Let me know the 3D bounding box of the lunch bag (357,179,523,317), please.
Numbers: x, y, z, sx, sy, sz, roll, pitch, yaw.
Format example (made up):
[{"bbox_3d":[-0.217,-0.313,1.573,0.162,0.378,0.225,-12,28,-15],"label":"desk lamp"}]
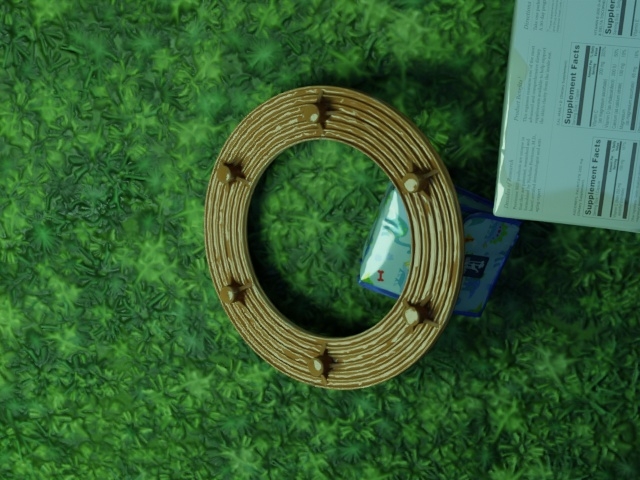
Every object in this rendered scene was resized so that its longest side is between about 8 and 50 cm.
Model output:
[{"bbox_3d":[0.130,0.007,1.266,0.151,0.096,0.129,19,111,-4],"label":"lunch bag"}]

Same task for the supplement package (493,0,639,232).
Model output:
[{"bbox_3d":[0.255,-0.166,1.128,0.145,0.204,0.262,7,107,8],"label":"supplement package"}]

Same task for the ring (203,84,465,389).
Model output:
[{"bbox_3d":[0.000,0.000,1.253,0.336,0.032,0.337,7,102,33],"label":"ring"}]
